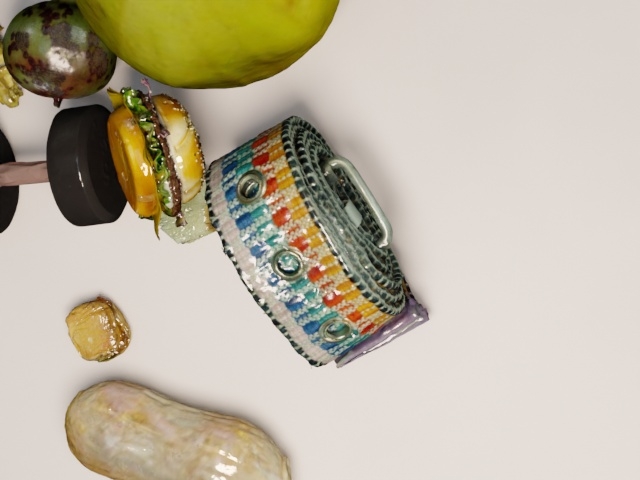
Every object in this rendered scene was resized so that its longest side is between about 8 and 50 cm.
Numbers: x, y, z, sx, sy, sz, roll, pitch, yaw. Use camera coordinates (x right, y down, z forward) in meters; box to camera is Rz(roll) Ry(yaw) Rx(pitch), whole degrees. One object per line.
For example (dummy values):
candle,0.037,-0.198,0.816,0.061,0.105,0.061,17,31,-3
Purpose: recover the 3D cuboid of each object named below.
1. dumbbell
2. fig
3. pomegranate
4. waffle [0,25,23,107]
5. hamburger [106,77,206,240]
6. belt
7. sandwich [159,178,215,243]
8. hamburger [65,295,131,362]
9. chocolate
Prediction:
dumbbell,-0.365,-0.085,1.655,0.218,0.152,0.152,-6,94,14
fig,-0.133,-0.330,1.480,0.343,0.343,0.343,1,95,13
pomegranate,-0.314,-0.255,1.640,0.148,0.148,0.169,31,89,9
waffle,-0.455,-0.269,1.715,0.161,0.046,0.192,12,98,14
hamburger,-0.196,-0.101,1.579,0.093,0.189,0.164,-16,60,-19
belt,0.000,0.000,1.547,0.160,0.207,0.295,-31,87,16
sandwich,-0.182,-0.043,1.674,0.105,0.036,0.093,9,98,13
hamburger,-0.288,0.117,1.710,0.076,0.044,0.083,-23,87,16
chocolate,-0.181,0.263,1.653,0.309,0.134,0.134,20,99,11
